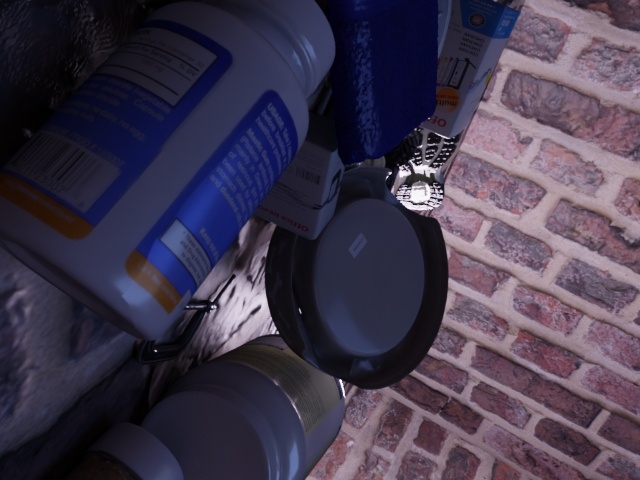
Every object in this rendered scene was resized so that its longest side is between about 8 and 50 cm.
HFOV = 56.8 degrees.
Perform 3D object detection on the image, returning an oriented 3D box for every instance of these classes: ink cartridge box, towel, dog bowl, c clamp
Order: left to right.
[{"bbox_3d":[-0.180,0.101,0.776,0.137,0.022,0.160,-59,168,6],"label":"c clamp"},{"bbox_3d":[-0.030,-0.089,0.759,0.063,0.109,0.151,-54,164,-42],"label":"ink cartridge box"},{"bbox_3d":[0.060,0.058,0.956,0.348,0.102,0.349,2,87,-41],"label":"dog bowl"},{"bbox_3d":[0.061,-0.263,0.662,0.227,0.076,0.309,-41,132,-47],"label":"towel"},{"bbox_3d":[0.221,-0.329,1.068,0.168,0.171,0.233,-36,150,-59],"label":"ink cartridge box"}]

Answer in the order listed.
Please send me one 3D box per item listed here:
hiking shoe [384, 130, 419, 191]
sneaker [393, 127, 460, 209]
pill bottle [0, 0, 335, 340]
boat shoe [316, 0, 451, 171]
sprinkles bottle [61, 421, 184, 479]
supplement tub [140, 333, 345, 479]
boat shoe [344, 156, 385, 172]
[{"bbox_3d":[0.118,-0.146,1.206,0.227,0.086,0.114,-50,-166,23],"label":"hiking shoe"},{"bbox_3d":[0.241,-0.249,1.462,0.410,0.157,0.182,89,1,-59],"label":"sneaker"},{"bbox_3d":[-0.103,-0.076,0.446,0.272,0.152,0.152,-56,164,-22],"label":"pill bottle"},{"bbox_3d":[0.082,-0.248,0.859,0.321,0.118,0.103,-56,167,9],"label":"boat shoe"},{"bbox_3d":[-0.300,0.357,0.618,0.355,0.121,0.121,-46,158,-47],"label":"sprinkles bottle"},{"bbox_3d":[-0.109,0.286,0.916,0.236,0.235,0.325,-65,165,9],"label":"supplement tub"},{"bbox_3d":[0.032,-0.077,1.063,0.233,0.084,0.079,-49,-175,-32],"label":"boat shoe"}]
